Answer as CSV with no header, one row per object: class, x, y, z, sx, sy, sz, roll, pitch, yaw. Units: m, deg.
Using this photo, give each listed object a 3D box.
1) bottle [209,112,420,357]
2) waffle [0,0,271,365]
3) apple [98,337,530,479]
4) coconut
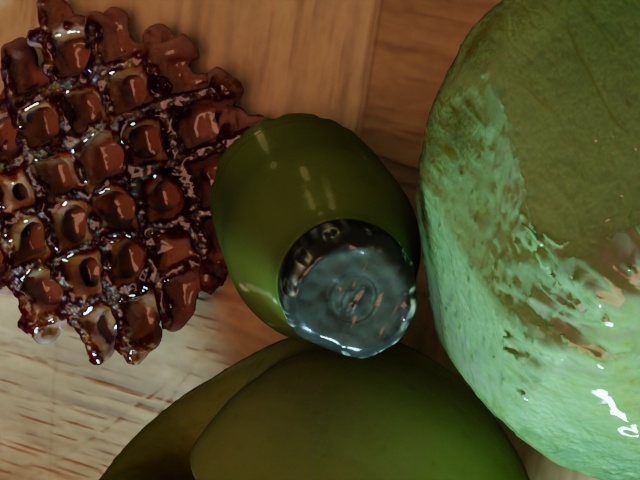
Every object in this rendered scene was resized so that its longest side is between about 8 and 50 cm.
bottle,0.000,0.000,1.092,0.112,0.260,0.112,-2,103,-7
waffle,-0.146,-0.036,1.273,0.221,0.055,0.234,29,104,18
apple,-0.003,0.199,1.121,0.292,0.292,0.254,-37,107,25
coconut,0.191,-0.032,0.996,0.281,0.328,0.328,17,109,-16
